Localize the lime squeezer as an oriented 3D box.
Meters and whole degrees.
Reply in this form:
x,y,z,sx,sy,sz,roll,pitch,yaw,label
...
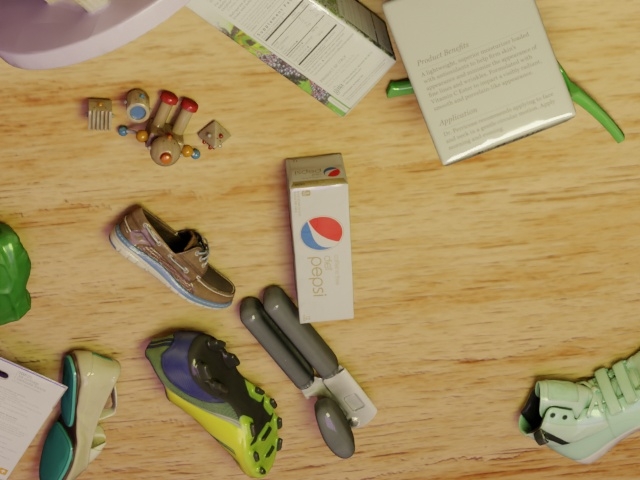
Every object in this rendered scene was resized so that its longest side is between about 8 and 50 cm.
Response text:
x,y,z,sx,sy,sz,roll,pitch,yaw,label
0.243,-0.177,1.514,0.310,0.059,0.110,9,125,-15,lime squeezer

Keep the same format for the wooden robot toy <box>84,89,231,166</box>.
x,y,z,sx,sy,sz,roll,pitch,yaw,label
-0.184,-0.123,1.486,0.173,0.079,0.076,17,123,-19,wooden robot toy

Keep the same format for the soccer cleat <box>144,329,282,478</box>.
x,y,z,sx,sy,sz,roll,pitch,yaw,label
-0.143,0.223,1.766,0.121,0.093,0.289,2,139,30,soccer cleat

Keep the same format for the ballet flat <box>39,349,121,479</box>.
x,y,z,sx,sy,sz,roll,pitch,yaw,label
-0.323,0.253,1.759,0.086,0.086,0.248,11,124,-15,ballet flat

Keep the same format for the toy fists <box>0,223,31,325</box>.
x,y,z,sx,sy,sz,roll,pitch,yaw,label
-0.495,0.043,1.566,0.279,0.096,0.142,-9,137,-2,toy fists

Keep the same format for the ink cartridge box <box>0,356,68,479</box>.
x,y,z,sx,sy,sz,roll,pitch,yaw,label
-0.467,0.209,1.711,0.206,0.045,0.208,27,122,-17,ink cartridge box

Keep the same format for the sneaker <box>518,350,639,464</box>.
x,y,z,sx,sy,sz,roll,pitch,yaw,label
0.390,0.215,1.800,0.151,0.094,0.256,22,124,-29,sneaker

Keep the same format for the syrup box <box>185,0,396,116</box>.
x,y,z,sx,sy,sz,roll,pitch,yaw,label
-0.037,-0.249,1.400,0.237,0.093,0.096,32,118,-27,syrup box

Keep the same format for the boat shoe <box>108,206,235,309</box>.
x,y,z,sx,sy,sz,roll,pitch,yaw,label
-0.172,0.023,1.606,0.183,0.066,0.066,32,116,-27,boat shoe

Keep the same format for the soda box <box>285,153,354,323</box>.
x,y,z,sx,sy,sz,roll,pitch,yaw,label
0.000,0.000,1.609,0.074,0.069,0.216,-6,127,-3,soda box

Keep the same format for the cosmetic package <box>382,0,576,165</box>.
x,y,z,sx,sy,sz,roll,pitch,yaw,label
0.171,-0.191,1.390,0.151,0.151,0.184,-20,90,7,cosmetic package

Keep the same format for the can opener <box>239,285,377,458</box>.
x,y,z,sx,sy,sz,roll,pitch,yaw,label
-0.010,0.178,1.735,0.074,0.093,0.280,-27,121,14,can opener

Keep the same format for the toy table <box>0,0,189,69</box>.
x,y,z,sx,sy,sz,roll,pitch,yaw,label
-0.248,-0.299,1.265,0.274,0.252,0.161,-33,141,5,toy table
